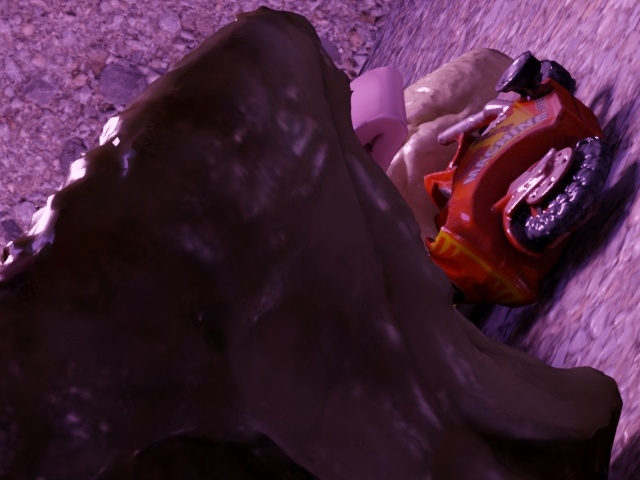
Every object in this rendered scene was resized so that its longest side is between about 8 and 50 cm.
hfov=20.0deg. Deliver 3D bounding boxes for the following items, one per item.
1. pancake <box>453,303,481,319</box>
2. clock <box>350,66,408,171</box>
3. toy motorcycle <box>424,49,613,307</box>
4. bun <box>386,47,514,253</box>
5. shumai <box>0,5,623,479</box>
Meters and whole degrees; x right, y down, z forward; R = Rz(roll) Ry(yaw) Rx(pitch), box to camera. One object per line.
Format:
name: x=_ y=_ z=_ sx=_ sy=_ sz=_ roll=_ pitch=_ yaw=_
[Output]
pancake: x=0.126 y=0.030 z=1.456 sx=0.116 sy=0.022 sz=0.129 roll=-61 pitch=2 yaw=10
clock: x=0.000 y=0.000 z=1.389 sx=0.290 sy=0.275 sz=0.080 roll=-57 pitch=18 yaw=32
toy motorcycle: x=0.139 y=-0.042 z=1.319 sx=0.171 sy=0.089 sz=0.298 roll=-57 pitch=9 yaw=16
bun: x=0.100 y=-0.067 z=1.564 sx=0.220 sy=0.134 sz=0.220 roll=-35 pitch=-2 yaw=-1
shumai: x=-0.025 y=0.115 z=0.883 sx=0.397 sy=0.323 sz=0.324 roll=-58 pitch=5 yaw=-18
